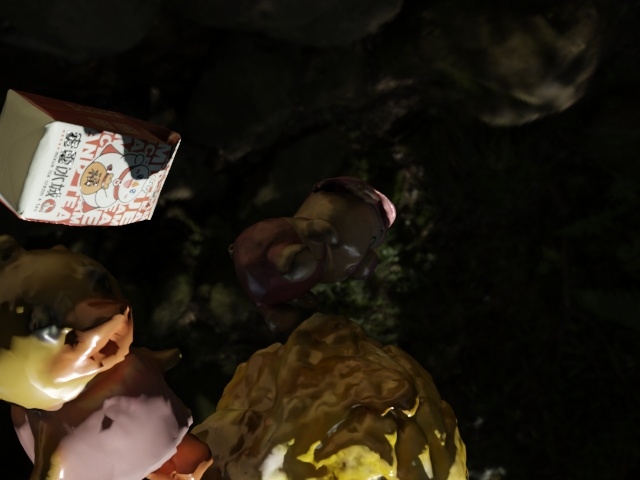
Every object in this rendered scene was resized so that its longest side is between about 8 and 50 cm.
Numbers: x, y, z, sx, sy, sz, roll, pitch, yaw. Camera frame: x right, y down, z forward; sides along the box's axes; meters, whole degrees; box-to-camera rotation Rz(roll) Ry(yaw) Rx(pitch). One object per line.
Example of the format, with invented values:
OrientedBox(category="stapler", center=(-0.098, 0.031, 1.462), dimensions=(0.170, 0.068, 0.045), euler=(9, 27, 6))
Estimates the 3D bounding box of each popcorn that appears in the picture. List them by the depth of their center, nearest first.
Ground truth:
OrientedBox(category="popcorn", center=(0.030, 0.303, 1.400), dimensions=(0.344, 0.390, 0.354), euler=(-59, 174, 0))

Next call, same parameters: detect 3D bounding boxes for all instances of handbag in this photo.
OrientedBox(category="handbag", center=(-0.360, -0.117, 1.535), dimensions=(0.298, 0.151, 0.171), euler=(8, 110, -51))

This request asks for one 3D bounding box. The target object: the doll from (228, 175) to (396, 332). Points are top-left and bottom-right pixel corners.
OrientedBox(category="doll", center=(0.002, 0.003, 1.379), dimensions=(0.256, 0.152, 0.196), euler=(-38, -170, -39))

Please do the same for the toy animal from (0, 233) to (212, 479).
OrientedBox(category="toy animal", center=(-0.214, 0.117, 0.861), dimensions=(0.169, 0.281, 0.195), euler=(3, -146, 33))
